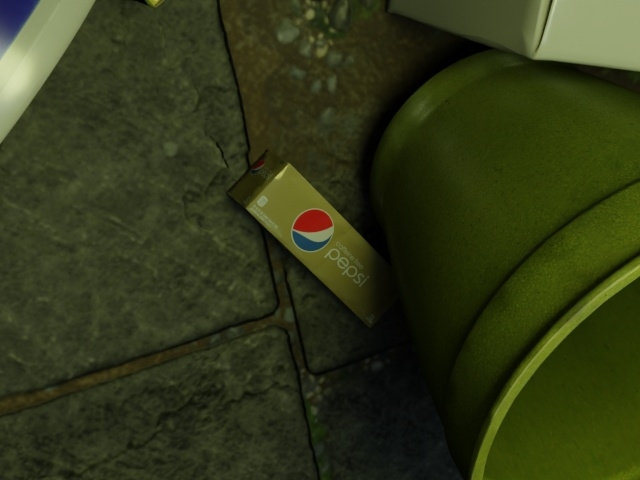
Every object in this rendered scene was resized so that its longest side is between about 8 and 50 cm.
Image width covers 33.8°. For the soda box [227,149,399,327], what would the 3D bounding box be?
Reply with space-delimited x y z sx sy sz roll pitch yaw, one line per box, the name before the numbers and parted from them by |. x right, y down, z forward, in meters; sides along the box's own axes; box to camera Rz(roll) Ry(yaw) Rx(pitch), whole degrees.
soda box | 0.000 0.000 0.980 0.058 0.061 0.181 -47 117 -2

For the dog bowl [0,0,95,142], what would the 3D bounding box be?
dog bowl | -0.259 -0.135 0.722 0.104 0.265 0.265 35 92 -25

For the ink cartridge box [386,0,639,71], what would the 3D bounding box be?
ink cartridge box | 0.287 -0.230 0.900 0.384 0.279 0.160 4 107 -22

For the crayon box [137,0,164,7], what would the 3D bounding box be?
crayon box | -0.160 -0.364 0.789 0.202 0.081 0.318 -42 117 -5

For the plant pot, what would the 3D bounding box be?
plant pot | 0.213 0.017 0.881 0.366 0.353 0.366 -13 131 -15
